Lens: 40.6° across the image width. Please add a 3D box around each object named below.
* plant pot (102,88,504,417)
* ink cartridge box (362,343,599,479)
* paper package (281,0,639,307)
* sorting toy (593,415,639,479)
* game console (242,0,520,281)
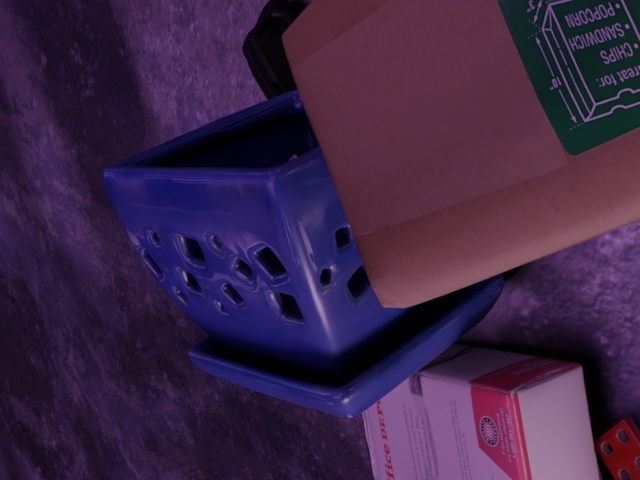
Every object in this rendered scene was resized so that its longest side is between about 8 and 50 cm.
[{"bbox_3d":[0.000,0.000,0.708,0.235,0.236,0.212,4,117,48],"label":"plant pot"},{"bbox_3d":[0.135,0.182,0.775,0.217,0.092,0.159,-1,101,58],"label":"ink cartridge box"},{"bbox_3d":[0.190,-0.120,0.404,0.324,0.309,0.168,-29,85,52],"label":"paper package"},{"bbox_3d":[0.290,0.266,0.680,0.275,0.046,0.132,59,144,30],"label":"sorting toy"},{"bbox_3d":[0.035,-0.081,0.840,0.361,0.044,0.213,59,141,11],"label":"game console"}]
